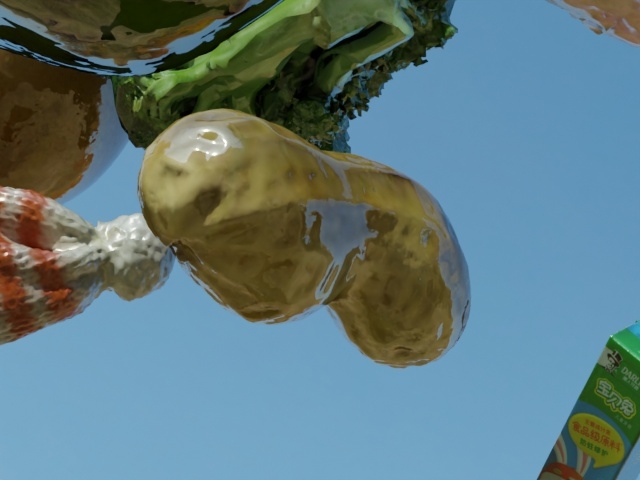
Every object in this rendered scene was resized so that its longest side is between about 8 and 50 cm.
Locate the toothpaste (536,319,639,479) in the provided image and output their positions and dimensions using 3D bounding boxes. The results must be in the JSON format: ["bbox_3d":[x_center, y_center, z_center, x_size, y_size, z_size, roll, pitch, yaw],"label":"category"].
[{"bbox_3d":[0.229,0.190,1.237,0.065,0.050,0.267,42,-50,30],"label":"toothpaste"}]

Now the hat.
[{"bbox_3d":[-0.161,0.012,0.820,0.162,0.112,0.093,-10,-16,-9],"label":"hat"}]

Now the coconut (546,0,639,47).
[{"bbox_3d":[0.227,-0.285,0.779,0.404,0.405,0.405,13,-42,12],"label":"coconut"}]

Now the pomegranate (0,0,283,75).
[{"bbox_3d":[-0.074,-0.192,0.528,0.254,0.270,0.254,55,-7,11],"label":"pomegranate"}]

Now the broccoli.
[{"bbox_3d":[-0.030,-0.180,1.046,0.308,0.308,0.275,50,-23,-26],"label":"broccoli"}]

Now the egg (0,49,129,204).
[{"bbox_3d":[-0.269,-0.189,1.212,0.282,0.351,0.282,-5,-13,-1],"label":"egg"}]

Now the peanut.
[{"bbox_3d":[0.000,0.000,0.791,0.229,0.098,0.103,21,-71,-37],"label":"peanut"}]
